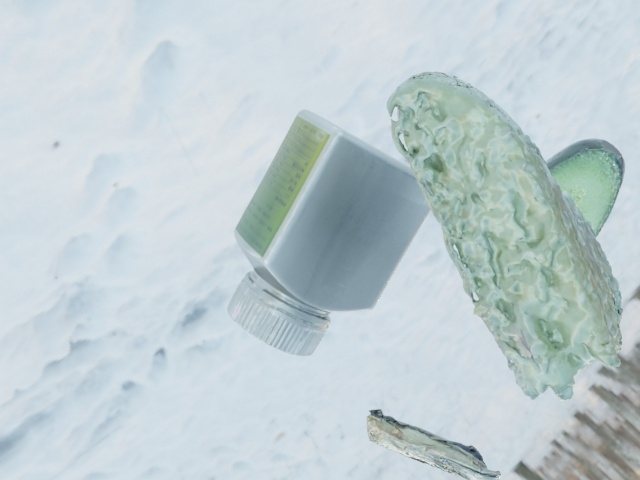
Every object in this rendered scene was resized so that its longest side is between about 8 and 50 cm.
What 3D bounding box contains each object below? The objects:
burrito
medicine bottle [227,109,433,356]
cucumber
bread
[{"bbox_3d":[0.135,0.254,0.972,0.051,0.171,0.042,83,27,-60],"label":"burrito"},{"bbox_3d":[0.000,0.000,0.700,0.132,0.088,0.188,25,98,-33],"label":"medicine bottle"},{"bbox_3d":[0.281,-0.035,0.956,0.063,0.115,0.244,-65,-177,-41],"label":"cucumber"},{"bbox_3d":[0.117,0.006,0.446,0.064,0.172,0.232,-27,131,23],"label":"bread"}]
